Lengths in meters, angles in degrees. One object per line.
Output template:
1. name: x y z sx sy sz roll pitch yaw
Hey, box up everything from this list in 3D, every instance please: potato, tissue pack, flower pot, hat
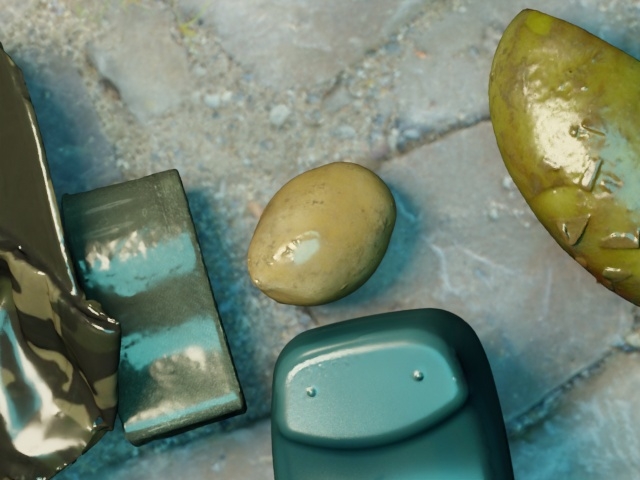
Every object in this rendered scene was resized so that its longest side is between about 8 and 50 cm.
1. potato: 0.002 -0.002 1.649 0.147 0.112 0.112 -44 91 -8
2. tissue pack: 0.065 0.205 1.606 0.198 0.206 0.287 -11 89 7
3. potato: 0.256 -0.075 1.637 0.176 0.141 0.298 -36 91 -11
4. flower pot: -0.143 0.058 1.642 0.108 0.103 0.229 -15 89 -3
5. hat: -0.333 0.026 1.615 0.366 0.257 0.381 -8 63 7
